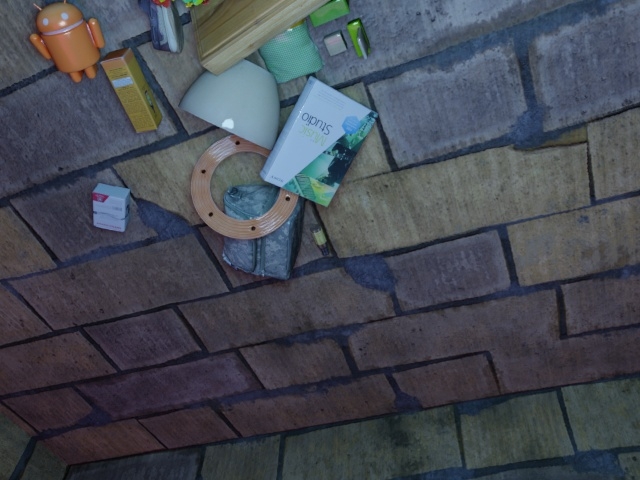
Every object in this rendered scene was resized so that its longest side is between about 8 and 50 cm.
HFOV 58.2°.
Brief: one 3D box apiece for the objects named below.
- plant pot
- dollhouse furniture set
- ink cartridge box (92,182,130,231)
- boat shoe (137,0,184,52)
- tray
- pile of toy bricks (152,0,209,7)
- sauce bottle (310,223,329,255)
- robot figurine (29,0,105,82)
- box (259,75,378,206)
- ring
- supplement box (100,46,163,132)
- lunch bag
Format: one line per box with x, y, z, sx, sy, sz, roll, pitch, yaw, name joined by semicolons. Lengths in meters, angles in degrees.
-0.224;-0.396;1.596;0.284;0.284;0.191;24;98;-15;plant pot
-0.038;-0.518;1.524;0.301;0.151;0.198;-16;128;17;dollhouse furniture set
-0.720;-0.113;1.982;0.109;0.063;0.151;12;131;-7;ink cartridge box
-0.430;-0.624;1.499;0.092;0.103;0.285;-4;136;2;boat shoe
-0.140;-0.604;1.421;0.410;0.203;0.076;-26;154;24;tray
-0.310;-0.631;1.424;0.212;0.118;0.105;-40;147;-17;pile of toy bricks
0.000;0.000;2.041;0.042;0.042;0.128;-10;131;13;sauce bottle
-0.687;-0.546;1.565;0.158;0.128;0.220;11;135;27;robot figurine
-0.004;-0.280;1.680;0.232;0.058;0.322;20;108;-31;box
-0.230;-0.167;1.774;0.336;0.337;0.032;3;169;1;ring
-0.547;-0.435;1.684;0.080;0.078;0.234;-10;128;13;supplement box
-0.201;-0.032;1.927;0.255;0.213;0.305;13;132;7;lunch bag
